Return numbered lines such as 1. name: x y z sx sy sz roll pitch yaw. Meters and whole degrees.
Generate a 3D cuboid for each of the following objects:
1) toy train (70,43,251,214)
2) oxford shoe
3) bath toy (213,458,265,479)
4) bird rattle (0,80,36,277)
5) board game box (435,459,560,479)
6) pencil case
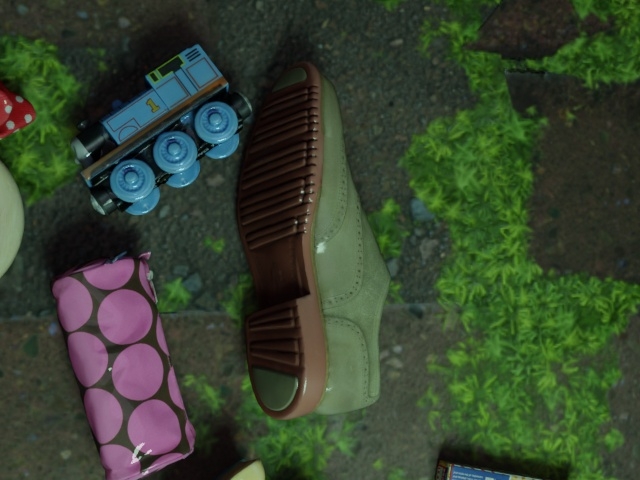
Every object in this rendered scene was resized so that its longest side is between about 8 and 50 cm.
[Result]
1. toy train: -0.158 -0.104 1.035 0.184 0.080 0.105 -36 82 -10
2. oxford shoe: 0.000 0.000 1.051 0.130 0.123 0.348 7 81 -36
3. bath toy: 0.008 0.366 0.987 0.151 0.129 0.348 -39 90 -4
4. bird rattle: -0.367 -0.043 0.989 0.253 0.143 0.207 -35 103 -25
5. board game box: 0.177 0.329 1.064 0.146 0.045 0.194 12 82 -9
6. pencil case: -0.182 0.117 1.001 0.098 0.095 0.209 -15 89 -27
